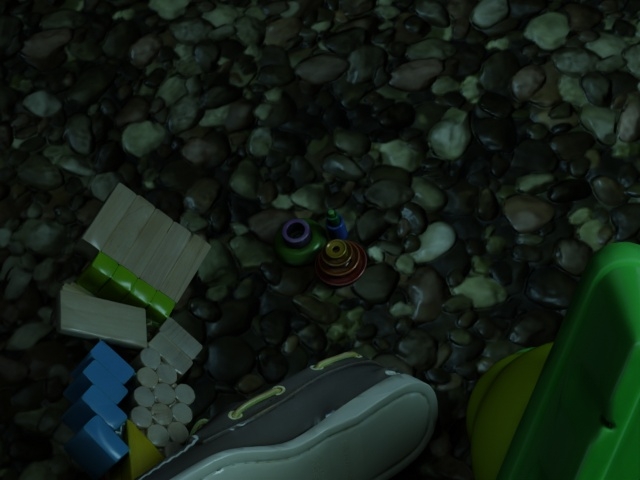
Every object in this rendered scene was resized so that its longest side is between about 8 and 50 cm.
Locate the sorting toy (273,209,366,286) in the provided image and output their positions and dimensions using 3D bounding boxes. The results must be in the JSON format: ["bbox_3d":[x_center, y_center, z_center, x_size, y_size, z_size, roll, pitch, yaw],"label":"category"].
[{"bbox_3d":[0.000,0.000,1.723,0.102,0.042,0.061,29,68,27],"label":"sorting toy"}]

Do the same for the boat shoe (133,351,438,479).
[{"bbox_3d":[-0.053,0.184,1.537,0.324,0.116,0.097,-25,36,-31],"label":"boat shoe"}]

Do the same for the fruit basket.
[{"bbox_3d":[0.241,0.194,1.425,0.283,0.392,0.392,23,64,5],"label":"fruit basket"}]

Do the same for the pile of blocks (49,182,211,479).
[{"bbox_3d":[-0.186,0.129,1.632,0.149,0.112,0.362,17,50,-26],"label":"pile of blocks"}]
